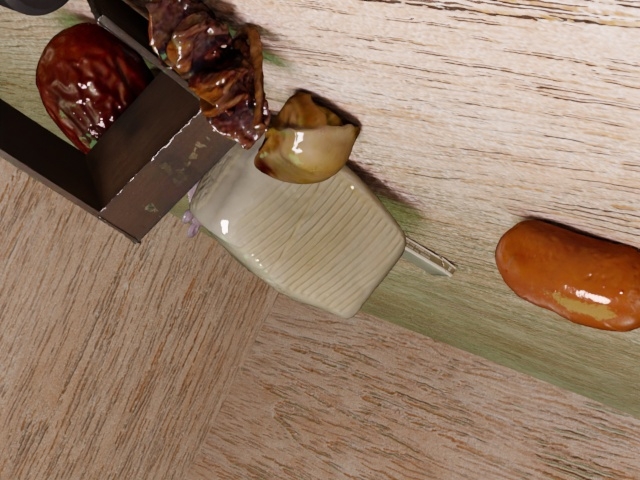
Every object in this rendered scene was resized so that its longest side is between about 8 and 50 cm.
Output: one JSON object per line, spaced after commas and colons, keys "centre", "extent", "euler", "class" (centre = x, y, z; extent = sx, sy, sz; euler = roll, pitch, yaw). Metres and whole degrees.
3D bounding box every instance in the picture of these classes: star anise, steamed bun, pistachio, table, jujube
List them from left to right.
{"centre": [-0.356, -0.236, 1.747], "extent": [0.243, 0.183, 0.183], "euler": [56, 170, -1], "class": "jujube"}
{"centre": [-0.304, -0.192, 1.534], "extent": [0.282, 0.250, 0.196], "euler": [35, -163, -38], "class": "table"}
{"centre": [-0.132, -0.228, 1.374], "extent": [0.220, 0.126, 0.190], "euler": [51, 170, -3], "class": "star anise"}
{"centre": [-0.051, -0.049, 1.862], "extent": [0.383, 0.247, 0.236], "euler": [33, -176, -32], "class": "steamed bun"}
{"centre": [-0.021, -0.145, 1.588], "extent": [0.165, 0.130, 0.210], "euler": [-14, 168, 2], "class": "pistachio"}

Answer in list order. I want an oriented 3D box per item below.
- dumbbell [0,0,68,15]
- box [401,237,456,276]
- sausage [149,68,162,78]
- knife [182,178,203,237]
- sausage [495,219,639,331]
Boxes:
{"centre": [-0.395, -0.364, 1.254], "extent": [0.218, 0.152, 0.152], "euler": [23, 171, 27], "class": "dumbbell"}
{"centre": [0.187, 0.019, 2.279], "extent": [0.198, 0.029, 0.109], "euler": [30, 172, -13], "class": "box"}
{"centre": [-0.264, -0.279, 1.835], "extent": [0.116, 0.026, 0.026], "euler": [20, 170, 46], "class": "sausage"}
{"centre": [-0.216, -0.157, 1.824], "extent": [0.038, 0.132, 0.399], "euler": [27, 149, 21], "class": "knife"}
{"centre": [0.368, 0.051, 1.550], "extent": [0.258, 0.133, 0.133], "euler": [22, 171, 33], "class": "sausage"}
